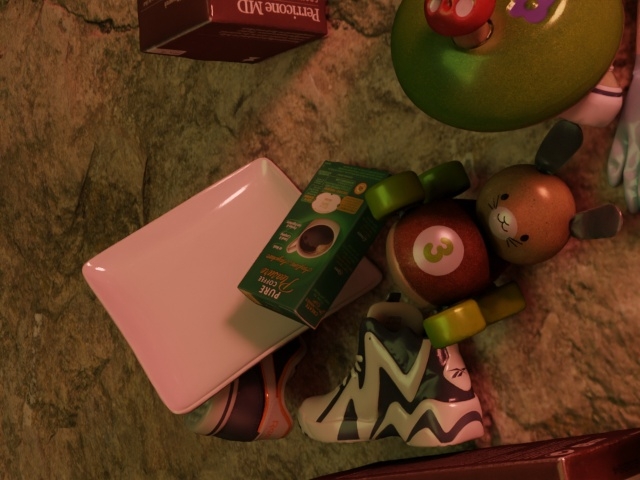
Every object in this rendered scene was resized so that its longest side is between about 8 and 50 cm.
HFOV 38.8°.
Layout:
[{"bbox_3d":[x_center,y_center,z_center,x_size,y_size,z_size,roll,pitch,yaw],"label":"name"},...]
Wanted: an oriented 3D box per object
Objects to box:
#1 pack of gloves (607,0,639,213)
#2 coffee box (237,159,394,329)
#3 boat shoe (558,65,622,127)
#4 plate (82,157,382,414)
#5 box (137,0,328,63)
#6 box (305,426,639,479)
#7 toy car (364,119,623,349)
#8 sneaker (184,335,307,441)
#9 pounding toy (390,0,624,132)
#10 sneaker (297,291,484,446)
[{"bbox_3d":[0.297,-0.112,0.672,0.195,0.046,0.232,18,107,49],"label":"pack of gloves"},{"bbox_3d":[0.000,0.000,0.985,0.113,0.040,0.184,15,66,49],"label":"coffee box"},{"bbox_3d":[0.158,-0.208,0.795,0.302,0.109,0.094,53,127,38],"label":"boat shoe"},{"bbox_3d":[-0.109,0.048,1.075,0.277,0.278,0.045,46,163,39],"label":"plate"},{"bbox_3d":[-0.110,-0.331,1.079,0.167,0.168,0.203,-6,89,52],"label":"box"},{"bbox_3d":[0.139,0.295,0.838,0.381,0.143,0.191,-23,75,49],"label":"box"},{"bbox_3d":[0.161,-0.016,0.785,0.188,0.149,0.155,-30,81,41],"label":"toy car"},{"bbox_3d":[-0.096,0.116,1.153,0.126,0.127,0.321,-49,31,39],"label":"sneaker"},{"bbox_3d":[0.154,-0.190,0.675,0.237,0.110,0.183,-11,62,17],"label":"pounding toy"},{"bbox_3d":[0.061,0.133,0.959,0.235,0.094,0.153,-10,83,52],"label":"sneaker"}]
